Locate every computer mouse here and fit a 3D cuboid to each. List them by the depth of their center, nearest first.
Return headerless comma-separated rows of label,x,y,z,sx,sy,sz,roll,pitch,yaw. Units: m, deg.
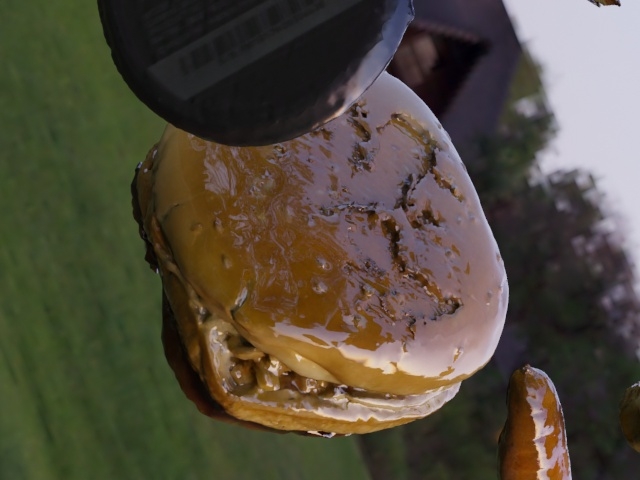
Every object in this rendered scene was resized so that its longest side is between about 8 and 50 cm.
computer mouse,-0.039,-0.146,0.858,0.088,0.147,0.264,45,24,-63

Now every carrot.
carrot,0.123,0.154,0.990,0.061,0.061,0.210,-113,-170,-59

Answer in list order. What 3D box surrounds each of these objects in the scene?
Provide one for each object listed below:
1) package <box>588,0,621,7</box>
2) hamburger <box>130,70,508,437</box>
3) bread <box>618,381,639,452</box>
package,0.133,-0.202,1.044,0.108,0.031,0.121,37,32,-54
hamburger,-0.001,0.006,1.437,0.174,0.284,0.304,-54,-130,47
bread,0.229,0.117,1.088,0.110,0.066,0.060,31,-49,53
